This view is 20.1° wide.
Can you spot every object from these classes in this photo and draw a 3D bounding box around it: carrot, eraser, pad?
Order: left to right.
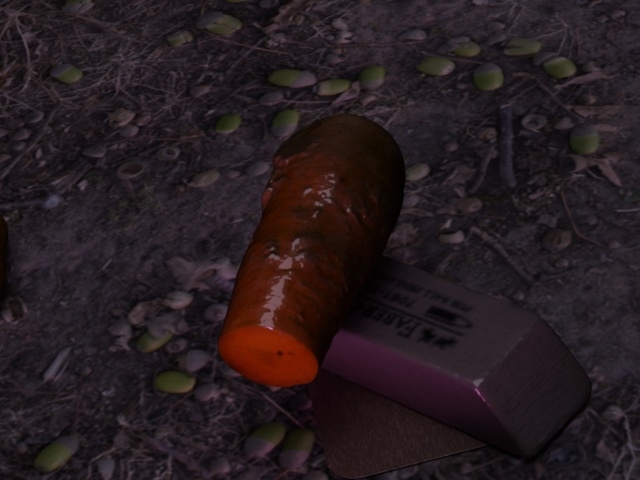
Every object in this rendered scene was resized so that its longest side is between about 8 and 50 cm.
[{"bbox_3d":[0.000,0.000,1.716,0.138,0.139,0.302,1,47,18],"label":"carrot"},{"bbox_3d":[0.073,0.126,1.758,0.176,0.002,0.266,-14,37,-1],"label":"pad"},{"bbox_3d":[0.088,0.090,1.733,0.352,0.077,0.111,22,48,37],"label":"eraser"}]

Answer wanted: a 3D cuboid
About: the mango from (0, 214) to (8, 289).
[{"bbox_3d":[-0.402,0.021,1.974,0.115,0.090,0.178,-4,34,-4],"label":"mango"}]
